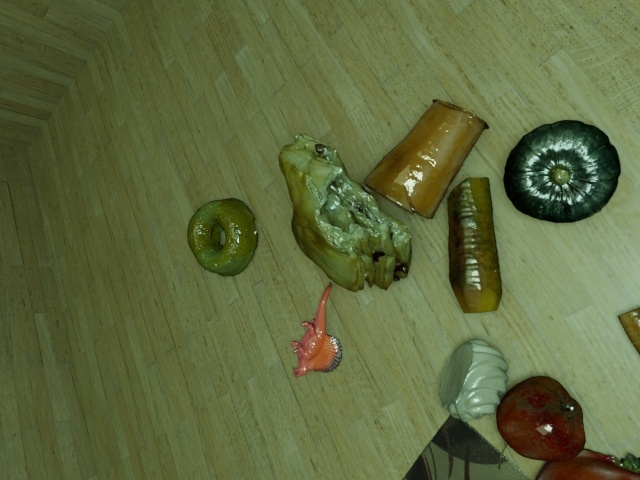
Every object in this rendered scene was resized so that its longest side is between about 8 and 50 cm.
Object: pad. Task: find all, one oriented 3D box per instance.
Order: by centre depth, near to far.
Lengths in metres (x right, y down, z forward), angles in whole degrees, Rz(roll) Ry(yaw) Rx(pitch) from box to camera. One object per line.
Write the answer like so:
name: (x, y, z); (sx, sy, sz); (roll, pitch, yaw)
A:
pad: (0.303, 0.592, 1.085); (0.220, 0.004, 0.330); (39, 108, 32)

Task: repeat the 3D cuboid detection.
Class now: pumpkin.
pumpkin: (0.479, -0.135, 0.941); (0.212, 0.152, 0.211); (1, 91, 37)

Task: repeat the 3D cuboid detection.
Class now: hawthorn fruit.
hawthorn fruit: (0.420, 0.372, 0.949); (0.203, 0.163, 0.162); (-46, 61, 39)

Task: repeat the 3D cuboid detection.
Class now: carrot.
carrot: (0.631, 0.228, 0.849); (0.067, 0.067, 0.225); (-37, 63, 27)
carrot: (0.340, 0.011, 1.052); (0.114, 0.114, 0.301); (-10, 78, 35)
carrot: (0.245, -0.197, 1.095); (0.196, 0.196, 0.254); (39, 106, 32)

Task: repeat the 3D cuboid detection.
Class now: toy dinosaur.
toy dinosaur: (0.011, 0.272, 1.301); (0.139, 0.070, 0.286); (32, 101, 23)

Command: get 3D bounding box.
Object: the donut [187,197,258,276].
donut: (-0.331, -0.014, 1.544); (0.272, 0.107, 0.271); (-2, 86, 35)

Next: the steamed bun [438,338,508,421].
steamed bun: (0.333, 0.306, 1.005); (0.106, 0.183, 0.182); (22, 100, 1)

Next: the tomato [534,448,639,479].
tomato: (0.537, 0.540, 0.821); (0.335, 0.176, 0.289); (0, 88, 34)

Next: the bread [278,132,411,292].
bread: (0.043, -0.043, 1.109); (0.191, 0.370, 0.314); (-42, 51, -14)
